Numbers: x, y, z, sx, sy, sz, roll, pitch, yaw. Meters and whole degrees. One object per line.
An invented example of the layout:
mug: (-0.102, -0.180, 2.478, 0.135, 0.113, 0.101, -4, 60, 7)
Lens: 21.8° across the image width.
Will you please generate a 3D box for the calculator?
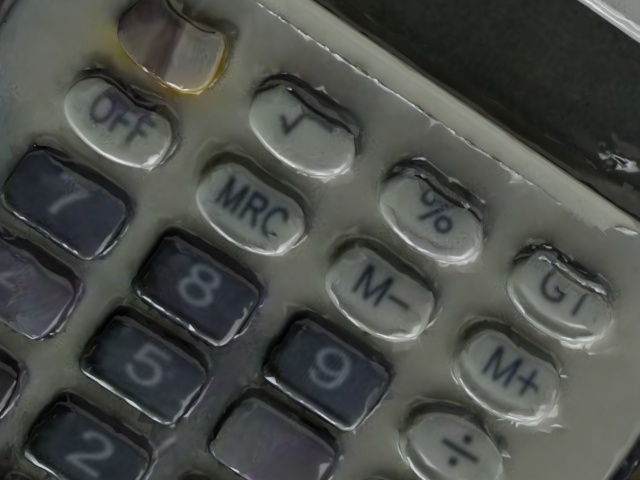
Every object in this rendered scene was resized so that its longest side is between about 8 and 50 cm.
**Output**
calculator: (0.000, 0.000, 0.375, 0.177, 0.268, 0.040, 35, 180, -5)
